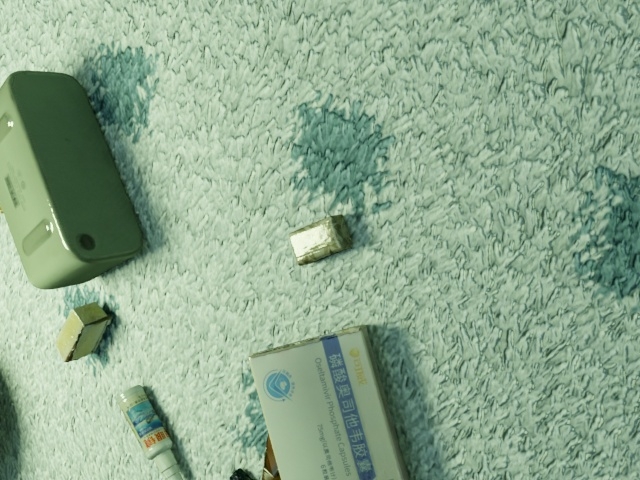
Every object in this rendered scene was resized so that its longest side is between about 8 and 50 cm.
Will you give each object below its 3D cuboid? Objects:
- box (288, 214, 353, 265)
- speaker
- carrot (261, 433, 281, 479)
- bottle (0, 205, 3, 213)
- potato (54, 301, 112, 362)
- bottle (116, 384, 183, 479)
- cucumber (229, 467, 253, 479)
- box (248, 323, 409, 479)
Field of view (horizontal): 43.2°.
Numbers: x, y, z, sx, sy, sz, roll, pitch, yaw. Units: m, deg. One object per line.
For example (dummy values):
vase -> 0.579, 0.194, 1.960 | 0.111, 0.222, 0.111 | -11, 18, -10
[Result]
box -> 0.000, 0.000, 1.330 | 0.098, 0.045, 0.062 | -20, 85, 35
speaker -> -0.524, -0.112, 1.588 | 0.184, 0.183, 0.406 | -31, 78, 38
carrot -> -0.066, 0.351, 1.408 | 0.069, 0.069, 0.228 | 16, 105, 31
bottle -> -0.641, -0.094, 1.719 | 0.099, 0.099, 0.152 | -49, 65, 28
potato -> -0.485, 0.185, 1.650 | 0.061, 0.086, 0.122 | 45, 123, 19
bottle -> -0.328, 0.390, 1.585 | 0.060, 0.060, 0.217 | -40, 74, 30
cucumber -> -0.111, 0.469, 1.466 | 0.133, 0.032, 0.032 | 39, 115, 23
box -> 0.023, 0.325, 1.306 | 0.200, 0.065, 0.343 | -17, 86, 14
